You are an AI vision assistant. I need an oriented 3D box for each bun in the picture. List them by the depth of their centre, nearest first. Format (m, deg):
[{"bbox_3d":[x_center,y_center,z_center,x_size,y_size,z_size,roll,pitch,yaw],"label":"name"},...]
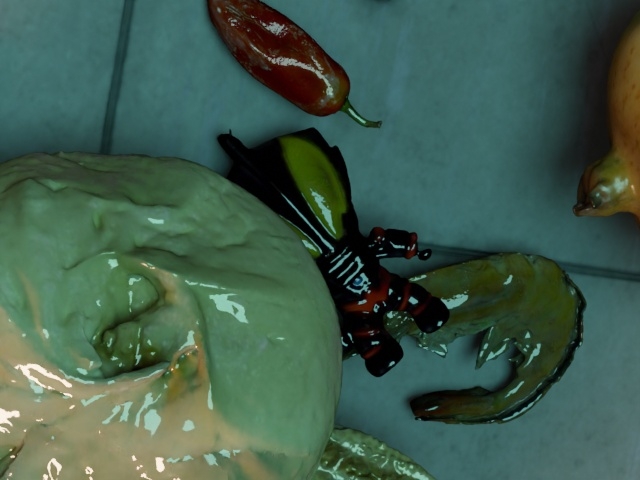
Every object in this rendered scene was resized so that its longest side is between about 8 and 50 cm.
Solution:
[{"bbox_3d":[-0.162,0.092,1.509,0.361,0.213,0.361,0,86,-6],"label":"bun"}]

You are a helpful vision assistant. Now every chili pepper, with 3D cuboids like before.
[{"bbox_3d":[-0.027,-0.152,1.669,0.191,0.050,0.059,39,88,-10],"label":"chili pepper"}]

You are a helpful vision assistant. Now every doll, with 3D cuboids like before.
[{"bbox_3d":[0.002,-0.001,1.673,0.249,0.088,0.127,51,55,-5],"label":"doll"}]

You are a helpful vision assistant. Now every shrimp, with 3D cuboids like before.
[{"bbox_3d":[0.129,0.098,1.777,0.253,0.058,0.173,-18,114,-16],"label":"shrimp"}]

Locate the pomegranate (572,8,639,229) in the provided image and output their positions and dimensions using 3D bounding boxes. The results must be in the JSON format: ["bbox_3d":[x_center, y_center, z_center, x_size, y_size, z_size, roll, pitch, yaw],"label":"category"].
[{"bbox_3d":[0.377,-0.094,1.703,0.342,0.342,0.342,-4,101,-20],"label":"pomegranate"}]

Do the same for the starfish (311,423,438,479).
[{"bbox_3d":[-0.106,0.206,1.691,0.432,0.082,0.324,36,92,-16],"label":"starfish"}]
